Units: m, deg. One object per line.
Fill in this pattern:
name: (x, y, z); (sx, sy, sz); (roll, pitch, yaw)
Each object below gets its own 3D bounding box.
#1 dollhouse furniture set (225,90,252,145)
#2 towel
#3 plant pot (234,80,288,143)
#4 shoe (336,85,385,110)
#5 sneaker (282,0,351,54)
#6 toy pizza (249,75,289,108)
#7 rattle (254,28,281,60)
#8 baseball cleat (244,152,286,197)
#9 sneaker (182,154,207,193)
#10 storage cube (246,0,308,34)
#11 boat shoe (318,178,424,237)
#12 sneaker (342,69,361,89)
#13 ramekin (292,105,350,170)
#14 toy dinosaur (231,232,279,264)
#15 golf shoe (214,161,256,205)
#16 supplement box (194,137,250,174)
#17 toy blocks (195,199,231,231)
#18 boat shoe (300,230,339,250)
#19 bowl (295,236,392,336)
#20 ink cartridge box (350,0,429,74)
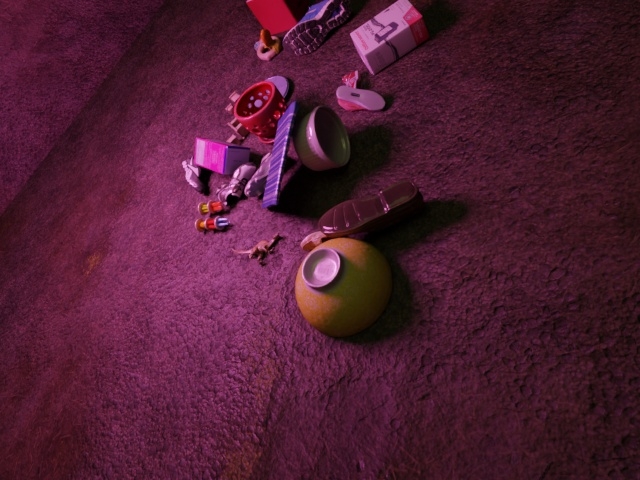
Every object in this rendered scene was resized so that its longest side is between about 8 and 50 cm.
dollhouse furniture set: (-0.371, -0.499, 1.752); (0.182, 0.161, 0.101); (-46, 50, -1)
towel: (-0.132, -0.273, 1.415); (0.243, 0.040, 0.336); (-179, 100, -74)
plant pot: (-0.209, -0.488, 1.637); (0.191, 0.174, 0.191); (-15, 58, 24)
shoe: (0.143, -0.492, 1.499); (0.178, 0.081, 0.063); (19, 86, 8)
sneaker: (-0.023, -0.930, 1.832); (0.330, 0.130, 0.147); (-34, 37, 7)
toy pizza: (-0.218, -0.619, 1.812); (0.201, 0.032, 0.201); (-14, 57, 23)
rattle: (-0.281, -0.935, 1.969); (0.130, 0.143, 0.200); (-49, 54, 23)
baseball cleat: (-0.212, -0.247, 1.582); (0.206, 0.072, 0.109); (-44, 36, -4)
sneaker: (-0.510, -0.290, 1.772); (0.106, 0.078, 0.234); (-40, 48, 9)
storage cube: (-0.197, -1.124, 1.986); (0.215, 0.193, 0.184); (0, 64, 33)
boat shoe: (0.148, -0.065, 1.217); (0.307, 0.104, 0.111); (-18, 53, 19)
sneaker: (0.114, -0.585, 1.580); (0.067, 0.042, 0.118); (-10, 51, 22)
ramekin: (0.000, -0.330, 1.405); (0.109, 0.207, 0.207); (-14, 57, 35)
toy dinosaur: (-0.212, 0.036, 1.429); (0.183, 0.053, 0.092); (-21, 39, 11)
golf shoe: (-0.308, -0.210, 1.614); (0.198, 0.077, 0.094); (-42, 61, 12)
supplement box: (-0.395, -0.336, 1.681); (0.220, 0.111, 0.114); (25, 112, 39)
toy blocks: (-0.397, -0.096, 1.598); (0.148, 0.054, 0.123); (-5, 71, 30)
boat shoe: (0.000, 0.000, 1.308); (0.135, 0.050, 0.045); (-28, 47, 15)
bowl: (0.036, 0.102, 1.160); (0.289, 0.156, 0.289); (-15, 56, 24)
ink cartridge box: (0.250, -0.751, 1.555); (0.237, 0.100, 0.172); (-30, 51, 14)
